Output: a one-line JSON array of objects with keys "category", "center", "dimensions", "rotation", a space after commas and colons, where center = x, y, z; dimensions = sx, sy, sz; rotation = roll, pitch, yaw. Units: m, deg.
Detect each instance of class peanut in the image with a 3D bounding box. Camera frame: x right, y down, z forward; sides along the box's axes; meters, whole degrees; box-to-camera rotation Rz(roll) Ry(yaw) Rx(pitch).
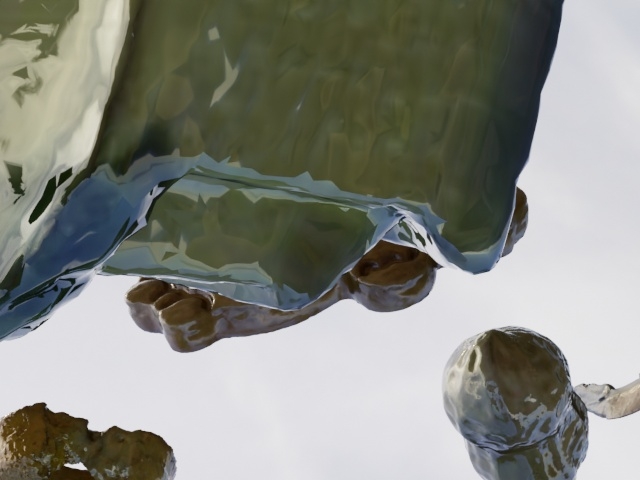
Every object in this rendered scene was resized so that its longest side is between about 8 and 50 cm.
[{"category": "peanut", "center": [0.132, 0.118, 1.299], "dimensions": [0.090, 0.214, 0.098], "rotation": [3, -114, 18]}]

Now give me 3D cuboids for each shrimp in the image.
[{"category": "shrimp", "center": [0.292, 0.062, 1.585], "dimensions": [0.051, 0.198, 0.262], "rotation": [49, -149, -12]}]

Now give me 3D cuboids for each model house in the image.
[{"category": "model house", "center": [-0.040, -0.133, 0.578], "dimensions": [0.261, 0.321, 0.266], "rotation": [15, -175, 40]}]

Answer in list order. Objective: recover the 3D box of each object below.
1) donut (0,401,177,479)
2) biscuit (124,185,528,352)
[{"category": "donut", "center": [-0.137, 0.137, 1.071], "dimensions": [0.108, 0.097, 0.043], "rotation": [13, -134, -6]}, {"category": "biscuit", "center": [-0.001, -0.003, 1.168], "dimensions": [0.249, 0.035, 0.184], "rotation": [-17, -153, -6]}]
